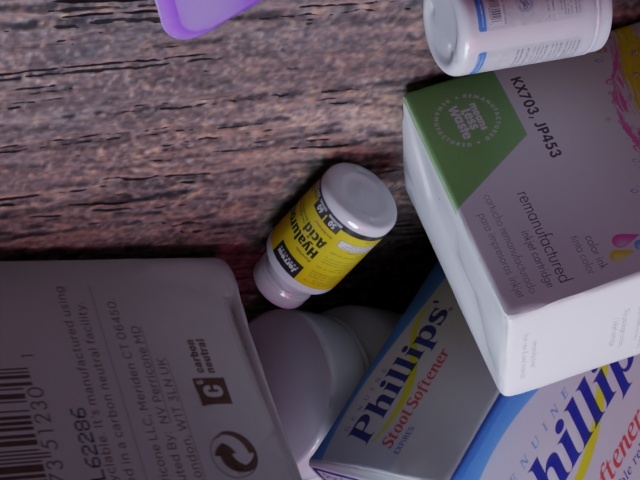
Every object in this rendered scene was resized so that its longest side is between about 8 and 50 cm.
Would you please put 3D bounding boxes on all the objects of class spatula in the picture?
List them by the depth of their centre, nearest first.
[{"bbox_3d":[0.040,-0.190,1.057,0.296,0.030,0.084,-18,151,-5],"label":"spatula"}]

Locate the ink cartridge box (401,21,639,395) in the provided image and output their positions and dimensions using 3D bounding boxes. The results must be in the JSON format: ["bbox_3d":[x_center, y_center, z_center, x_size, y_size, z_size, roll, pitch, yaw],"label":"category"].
[{"bbox_3d":[0.256,-0.049,1.248,0.353,0.207,0.119,-18,147,-8],"label":"ink cartridge box"}]

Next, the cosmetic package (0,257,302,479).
[{"bbox_3d":[-0.236,0.251,1.310,0.327,0.329,0.394,-1,146,-32],"label":"cosmetic package"}]

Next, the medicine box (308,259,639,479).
[{"bbox_3d":[0.174,0.161,1.383,0.149,0.263,0.289,8,146,45],"label":"medicine box"}]

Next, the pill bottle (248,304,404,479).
[{"bbox_3d":[0.061,0.140,1.486,0.283,0.160,0.160,12,137,-43],"label":"pill bottle"}]

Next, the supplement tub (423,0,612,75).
[{"bbox_3d":[0.127,-0.148,1.142,0.107,0.071,0.071,-10,149,-18],"label":"supplement tub"}]

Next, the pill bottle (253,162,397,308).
[{"bbox_3d":[0.000,0.000,1.311,0.065,0.065,0.116,6,141,-38],"label":"pill bottle"}]
